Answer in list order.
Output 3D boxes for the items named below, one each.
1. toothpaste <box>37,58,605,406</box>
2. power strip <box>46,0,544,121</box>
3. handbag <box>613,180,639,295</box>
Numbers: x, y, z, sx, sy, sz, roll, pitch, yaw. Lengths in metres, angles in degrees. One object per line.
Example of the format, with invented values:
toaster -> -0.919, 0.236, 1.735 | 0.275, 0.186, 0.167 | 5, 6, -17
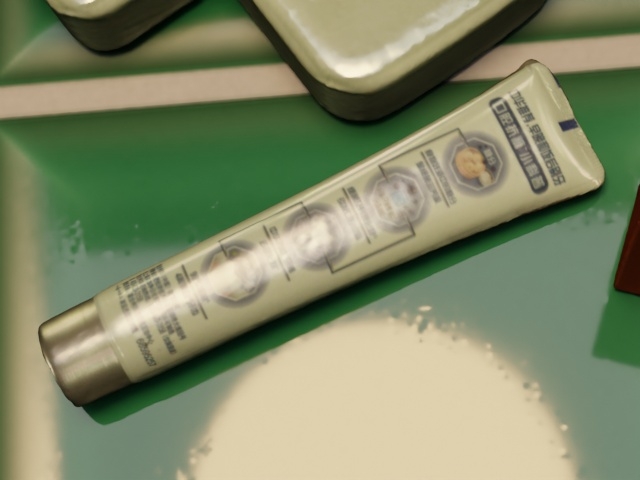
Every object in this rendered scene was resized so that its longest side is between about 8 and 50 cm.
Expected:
toothpaste -> 0.000, 0.000, 0.623 | 0.239, 0.039, 0.062 | -26, 77, -5
power strip -> -0.043, -0.161, 0.664 | 0.193, 0.059, 0.265 | -35, 74, -6
handbag -> 0.210, 0.006, 0.556 | 0.190, 0.127, 0.063 | 14, 75, 8
